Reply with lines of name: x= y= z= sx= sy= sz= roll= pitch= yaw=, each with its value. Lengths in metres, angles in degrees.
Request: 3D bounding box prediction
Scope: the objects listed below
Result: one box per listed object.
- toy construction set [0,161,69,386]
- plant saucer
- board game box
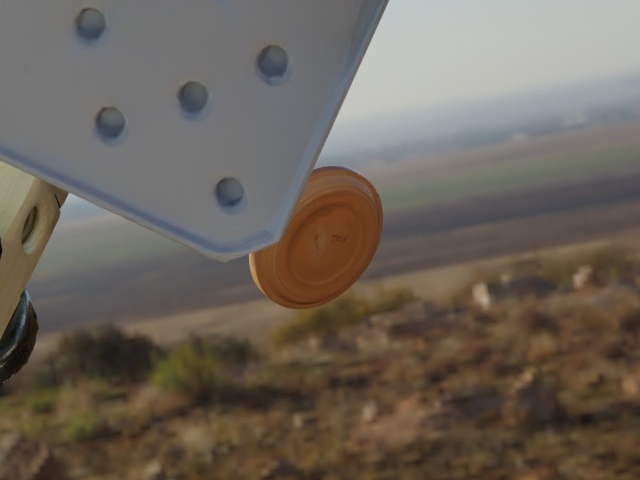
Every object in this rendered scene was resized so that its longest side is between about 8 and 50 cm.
toy construction set: x=-0.185 y=-0.045 z=0.720 sx=0.215 sy=0.327 sz=0.151 roll=14 pitch=-13 yaw=14
plant saucer: x=0.000 y=0.000 z=1.036 sx=0.083 sy=0.083 sz=0.013 roll=-13 pitch=33 yaw=-33
board game box: x=-0.113 y=-0.246 z=0.561 sx=0.390 sy=0.390 sz=0.050 roll=25 pitch=14 yaw=2
